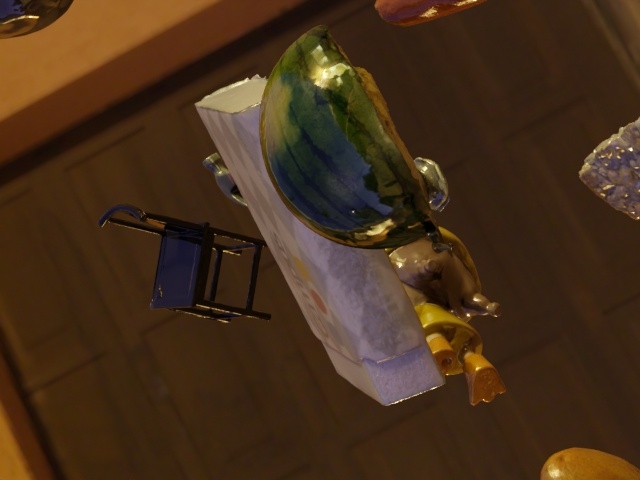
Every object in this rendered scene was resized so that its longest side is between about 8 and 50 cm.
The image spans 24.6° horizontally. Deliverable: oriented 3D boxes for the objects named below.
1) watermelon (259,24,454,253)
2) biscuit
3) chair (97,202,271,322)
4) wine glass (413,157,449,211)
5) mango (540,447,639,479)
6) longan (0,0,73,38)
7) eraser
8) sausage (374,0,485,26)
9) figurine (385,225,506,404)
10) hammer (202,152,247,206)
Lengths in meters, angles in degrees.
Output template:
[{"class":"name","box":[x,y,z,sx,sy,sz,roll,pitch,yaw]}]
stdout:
[{"class":"watermelon","box":[0.017,-0.072,1.338,0.232,0.127,0.204,61,178,-2]},{"class":"biscuit","box":[0.412,-0.080,1.686,0.265,0.040,0.188,9,136,38]},{"class":"chair","box":[-0.210,0.039,2.293,0.154,0.260,0.141,-8,71,56]},{"class":"wine glass","box":[0.124,-0.075,2.588,0.111,0.204,0.111,31,131,44]},{"class":"mango","box":[0.349,0.321,1.712,0.227,0.109,0.147,31,-138,-20]},{"class":"longan","box":[-0.455,-0.392,2.089,0.215,0.246,0.246,23,-146,-52]},{"class":"eraser","box":[-0.001,0.000,1.733,0.397,0.082,0.213,63,167,-17]},{"class":"sausage","box":[0.197,-0.408,2.378,0.098,0.238,0.098,19,-115,-46]},{"class":"figurine","box":[0.175,0.110,2.295,0.215,0.187,0.344,41,-164,-34]},{"class":"hammer","box":[-0.102,-0.144,2.320,0.111,0.033,0.288,54,147,6]}]
